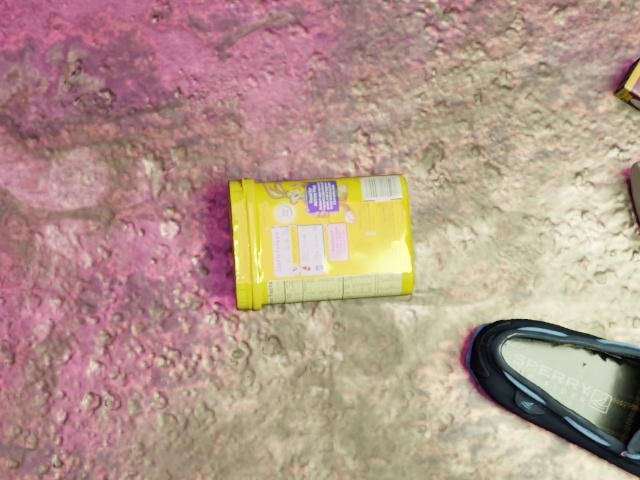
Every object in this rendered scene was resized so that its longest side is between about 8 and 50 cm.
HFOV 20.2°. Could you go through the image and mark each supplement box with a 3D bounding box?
[{"bbox_3d":[0.337,-0.142,1.760,0.083,0.055,0.043,32,85,2],"label":"supplement box"}]

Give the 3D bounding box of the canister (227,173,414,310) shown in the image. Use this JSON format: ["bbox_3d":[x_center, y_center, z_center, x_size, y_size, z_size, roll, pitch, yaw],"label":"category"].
[{"bbox_3d":[0.000,0.000,1.721,0.170,0.073,0.126,-4,84,-4],"label":"canister"}]

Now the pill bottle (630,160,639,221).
[{"bbox_3d":[0.396,-0.057,1.727,0.180,0.108,0.108,-14,85,-4],"label":"pill bottle"}]

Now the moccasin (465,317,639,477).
[{"bbox_3d":[0.302,0.168,1.694,0.342,0.117,0.138,14,84,-1],"label":"moccasin"}]
